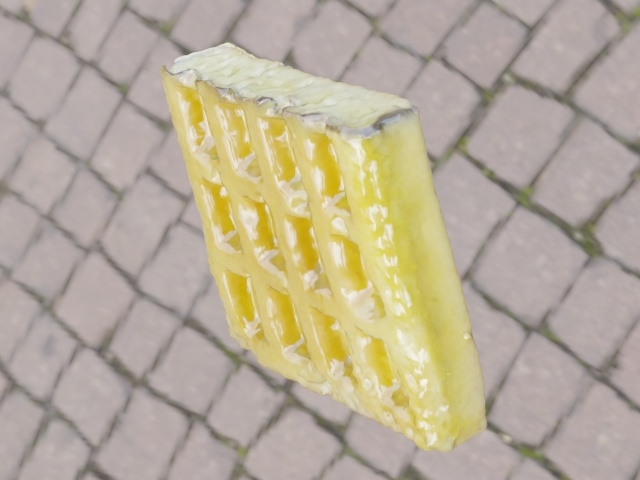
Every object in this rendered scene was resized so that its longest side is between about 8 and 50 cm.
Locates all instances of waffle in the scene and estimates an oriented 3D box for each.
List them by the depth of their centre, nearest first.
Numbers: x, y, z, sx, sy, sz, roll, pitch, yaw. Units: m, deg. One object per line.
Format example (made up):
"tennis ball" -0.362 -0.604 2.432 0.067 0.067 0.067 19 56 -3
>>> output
"waffle" 0.000 0.000 1.144 0.055 0.221 0.248 -27 27 -26
